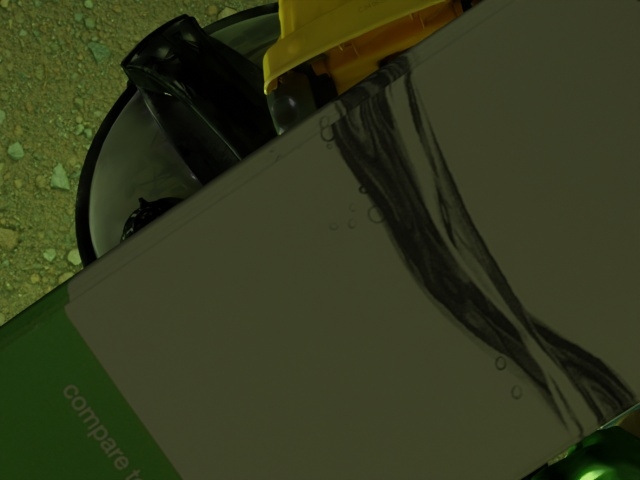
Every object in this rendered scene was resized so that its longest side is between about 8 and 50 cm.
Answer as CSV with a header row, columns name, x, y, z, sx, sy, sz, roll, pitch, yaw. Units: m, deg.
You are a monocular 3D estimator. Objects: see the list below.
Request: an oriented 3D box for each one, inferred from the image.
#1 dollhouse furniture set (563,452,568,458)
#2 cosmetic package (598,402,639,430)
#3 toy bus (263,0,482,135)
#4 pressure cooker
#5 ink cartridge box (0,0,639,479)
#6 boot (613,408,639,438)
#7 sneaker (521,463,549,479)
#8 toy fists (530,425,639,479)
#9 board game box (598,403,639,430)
name,x,y,z,sx,sy,sz,roll,pitch,yaw
dollhouse furniture set,0.286,0.177,1.284,0.184,0.129,0.129,34,173,21
cosmetic package,0.336,0.240,1.180,0.239,0.060,0.099,59,-176,-4
toy bus,0.056,-0.117,0.725,0.220,0.150,0.211,52,-159,-49
pressure cooker,-0.004,0.005,1.042,0.420,0.370,0.375,59,-142,-58
ink cartridge box,0.026,0.008,0.400,0.114,0.273,0.198,56,-177,-4
boot,0.287,0.234,0.949,0.295,0.104,0.211,52,178,-9
sneaker,0.159,0.261,0.900,0.315,0.127,0.182,38,158,27
toy fists,0.154,0.133,0.755,0.279,0.096,0.142,52,-175,-2
board game box,0.273,0.179,1.062,0.020,0.090,0.090,57,-177,-4
